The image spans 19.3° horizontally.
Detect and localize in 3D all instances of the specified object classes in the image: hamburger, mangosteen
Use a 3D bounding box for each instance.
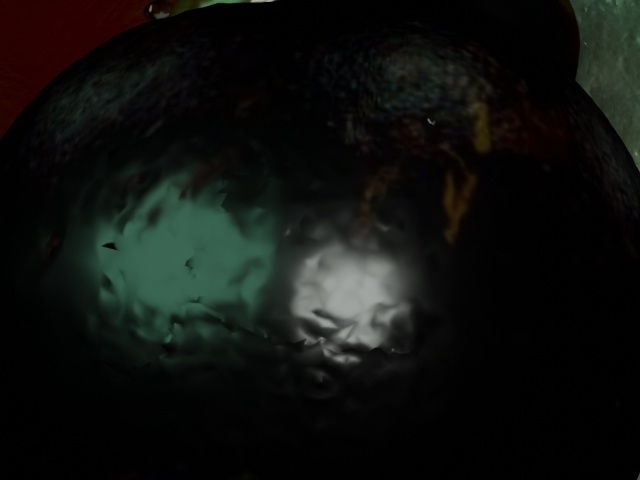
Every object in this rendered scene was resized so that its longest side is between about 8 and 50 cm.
[{"bbox_3d":[0.130,-0.061,0.738,0.121,0.054,0.084,35,101,40],"label":"hamburger"},{"bbox_3d":[0.000,0.000,0.710,0.275,0.275,0.302,-18,49,42],"label":"mangosteen"}]

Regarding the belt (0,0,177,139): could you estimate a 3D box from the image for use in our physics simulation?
[{"bbox_3d":[-0.116,-0.158,0.892,0.323,0.115,0.227,-6,41,26],"label":"belt"}]
